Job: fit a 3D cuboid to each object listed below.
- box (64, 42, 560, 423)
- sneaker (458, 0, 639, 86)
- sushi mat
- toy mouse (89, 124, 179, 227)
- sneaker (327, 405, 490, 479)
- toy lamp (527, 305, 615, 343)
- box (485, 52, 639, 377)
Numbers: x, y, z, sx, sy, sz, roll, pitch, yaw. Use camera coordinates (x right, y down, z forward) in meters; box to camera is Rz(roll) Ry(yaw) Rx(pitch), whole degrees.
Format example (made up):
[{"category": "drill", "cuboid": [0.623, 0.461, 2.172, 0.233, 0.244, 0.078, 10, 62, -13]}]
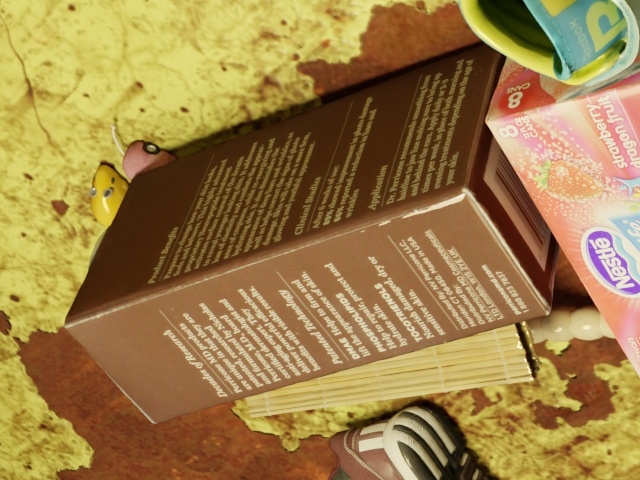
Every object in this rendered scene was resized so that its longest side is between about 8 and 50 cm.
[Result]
[{"category": "box", "cuboid": [0.000, 0.000, 1.289, 0.381, 0.191, 0.143, -16, 126, 30]}, {"category": "sneaker", "cuboid": [0.231, -0.184, 1.005, 0.319, 0.208, 0.127, -9, 128, 31]}, {"category": "sushi mat", "cuboid": [0.039, 0.066, 1.416, 0.316, 0.019, 0.151, -12, 92, 38]}, {"category": "toy mouse", "cuboid": [-0.145, -0.035, 1.460, 0.143, 0.031, 0.161, 9, 136, 16]}, {"category": "sneaker", "cuboid": [0.103, 0.283, 1.641, 0.162, 0.106, 0.281, -11, 119, 40]}, {"category": "toy lamp", "cuboid": [0.166, 0.077, 1.403, 0.274, 0.080, 0.080, -2, 132, 26]}, {"category": "box", "cuboid": [0.262, -0.038, 1.191, 0.154, 0.142, 0.300, -11, 128, 34]}]
